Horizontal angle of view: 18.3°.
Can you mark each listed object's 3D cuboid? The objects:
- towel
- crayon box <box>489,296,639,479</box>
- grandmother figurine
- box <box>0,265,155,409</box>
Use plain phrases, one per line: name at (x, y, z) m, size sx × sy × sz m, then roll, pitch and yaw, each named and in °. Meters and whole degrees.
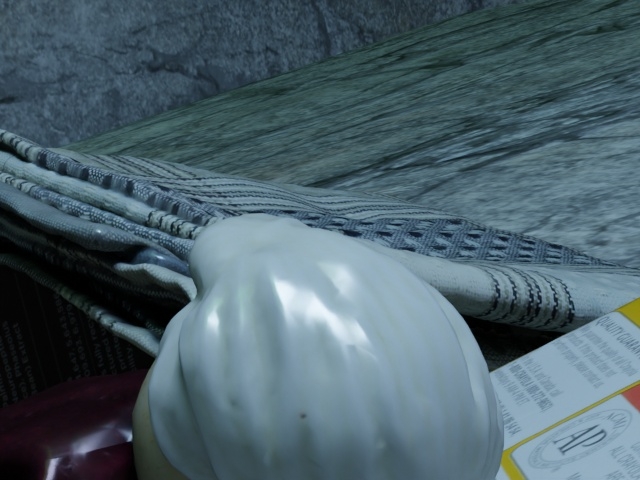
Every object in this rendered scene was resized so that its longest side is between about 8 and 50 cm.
towel at (0.000, 0.000, 0.833) m, size 0.324 × 0.056 × 0.312 m, roll 7°, pitch 10°, yaw -37°
crayon box at (0.151, 0.054, 0.536) m, size 0.323 × 0.083 × 0.203 m, roll -28°, pitch 10°, yaw 0°
grandmother figurine at (-0.087, 0.086, 0.567) m, size 0.342 × 0.104 × 0.208 m, roll -27°, pitch 11°, yaw 39°
box at (-0.246, 0.093, 0.891) m, size 0.191 × 0.143 × 0.381 m, roll -7°, pitch 14°, yaw 33°
